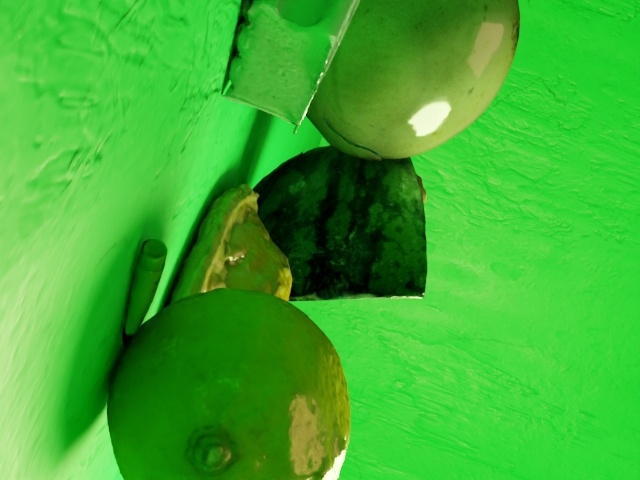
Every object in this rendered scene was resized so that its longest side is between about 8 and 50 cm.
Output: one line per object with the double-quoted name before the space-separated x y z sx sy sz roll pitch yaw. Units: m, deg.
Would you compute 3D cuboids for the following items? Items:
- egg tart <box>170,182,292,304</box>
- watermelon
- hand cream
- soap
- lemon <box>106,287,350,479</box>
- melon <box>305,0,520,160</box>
"egg tart" -0.106 0.086 1.404 0.319 0.128 0.319 19 90 -88
"watermelon" 0.001 -0.027 1.614 0.319 0.292 0.222 -9 103 -86
"hand cream" -0.151 0.043 1.005 0.122 0.023 0.036 116 -7 -48
"soap" -0.003 -0.235 1.129 0.150 0.094 0.261 110 1 -52
"lemon" -0.083 0.157 1.107 0.288 0.233 0.234 -64 175 -88
"melon" 0.100 -0.243 1.479 0.330 0.268 0.268 -53 -168 49
